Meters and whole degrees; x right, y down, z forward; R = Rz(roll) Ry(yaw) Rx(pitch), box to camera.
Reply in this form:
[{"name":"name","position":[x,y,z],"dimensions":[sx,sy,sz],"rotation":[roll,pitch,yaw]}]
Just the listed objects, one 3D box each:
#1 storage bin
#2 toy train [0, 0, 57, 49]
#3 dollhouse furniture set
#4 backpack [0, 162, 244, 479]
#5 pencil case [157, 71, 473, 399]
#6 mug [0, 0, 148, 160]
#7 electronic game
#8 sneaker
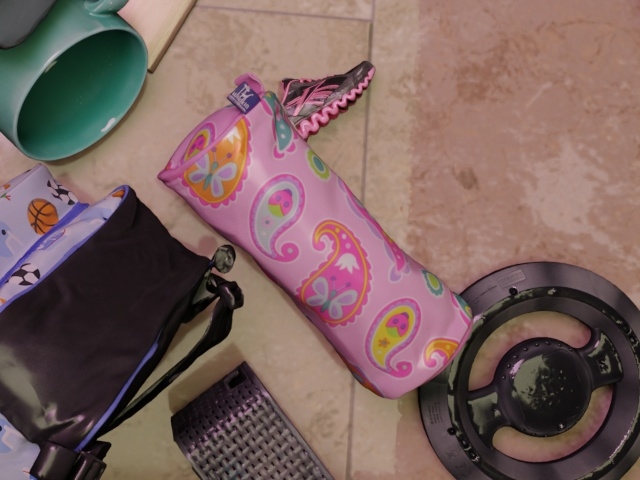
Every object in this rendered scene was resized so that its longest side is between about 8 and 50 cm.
[{"name":"storage bin","position":[-0.039,0.201,0.871],"dimensions":[0.084,0.122,0.180],"rotation":[-38,98,-7]},{"name":"toy train","position":[-0.335,-0.232,0.723],"dimensions":[0.334,0.190,0.142],"rotation":[9,56,26]},{"name":"dollhouse furniture set","position":[-0.164,-0.232,0.820],"dimensions":[0.144,0.151,0.123],"rotation":[31,87,-8]},{"name":"backpack","position":[-0.230,0.095,0.762],"dimensions":[0.213,0.276,0.263],"rotation":[42,122,-2]},{"name":"pencil case","position":[0.000,0.000,0.858],"dimensions":[0.124,0.124,0.284],"rotation":[-44,104,-6]},{"name":"mug","position":[-0.207,-0.152,0.824],"dimensions":[0.097,0.129,0.158],"rotation":[42,86,19]},{"name":"electronic game","position":[0.201,0.133,0.947],"dimensions":[0.229,0.048,0.229],"rotation":[0,93,-8]},{"name":"sneaker","position":[-0.006,-0.126,0.908],"dimensions":[0.119,0.047,0.057],"rotation":[-38,86,-8]}]
